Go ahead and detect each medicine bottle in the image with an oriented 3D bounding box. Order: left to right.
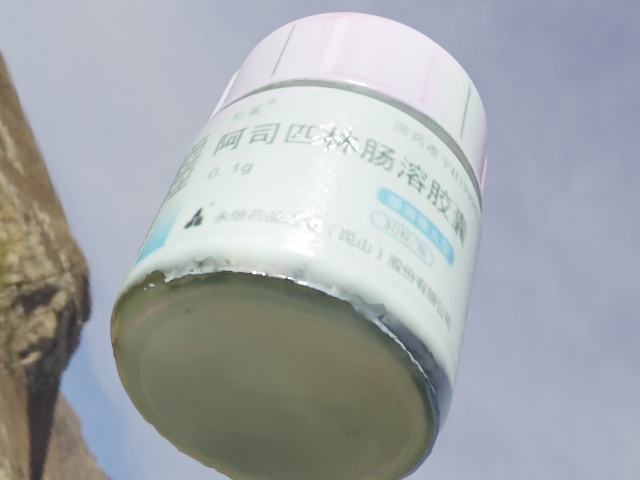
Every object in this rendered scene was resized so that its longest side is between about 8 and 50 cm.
[{"bbox_3d":[0.000,0.000,0.438,0.168,0.135,0.135,-72,168,-46],"label":"medicine bottle"}]
